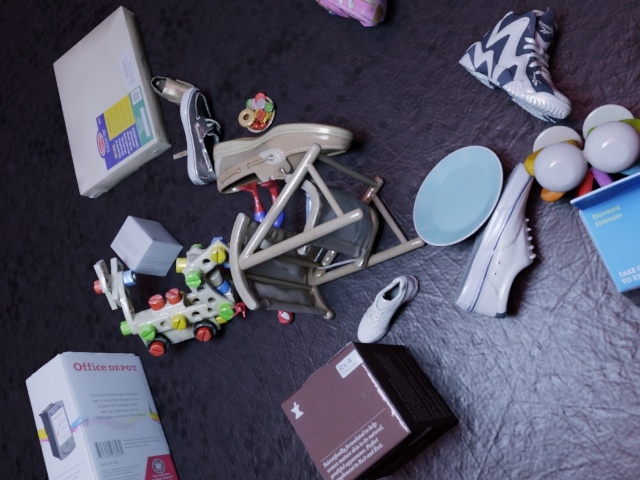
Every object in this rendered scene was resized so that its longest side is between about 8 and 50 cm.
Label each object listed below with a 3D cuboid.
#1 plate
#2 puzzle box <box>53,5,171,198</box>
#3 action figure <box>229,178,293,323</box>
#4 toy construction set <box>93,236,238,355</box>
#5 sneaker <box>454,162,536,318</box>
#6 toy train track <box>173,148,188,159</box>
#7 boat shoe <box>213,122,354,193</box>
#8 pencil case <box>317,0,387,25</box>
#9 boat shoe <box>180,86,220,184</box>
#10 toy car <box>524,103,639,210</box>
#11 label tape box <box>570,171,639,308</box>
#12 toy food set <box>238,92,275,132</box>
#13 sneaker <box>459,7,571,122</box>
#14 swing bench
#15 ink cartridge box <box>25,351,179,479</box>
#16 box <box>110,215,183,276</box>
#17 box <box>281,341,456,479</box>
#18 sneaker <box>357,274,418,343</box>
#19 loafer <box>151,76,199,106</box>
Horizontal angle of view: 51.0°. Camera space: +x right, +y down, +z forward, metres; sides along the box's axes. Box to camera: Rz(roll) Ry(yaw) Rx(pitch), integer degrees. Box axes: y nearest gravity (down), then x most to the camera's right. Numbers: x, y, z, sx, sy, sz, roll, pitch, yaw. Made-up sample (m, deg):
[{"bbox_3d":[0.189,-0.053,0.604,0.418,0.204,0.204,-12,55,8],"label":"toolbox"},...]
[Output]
[{"bbox_3d":[0.236,-0.073,1.143,0.188,0.024,0.188,-34,42,36],"label":"plate"},{"bbox_3d":[-0.526,-0.341,1.668,0.272,0.052,0.409,-28,68,24],"label":"puzzle box"},{"bbox_3d":[-0.113,0.037,1.266,0.091,0.139,0.280,-4,105,39],"label":"action figure"},{"bbox_3d":[-0.302,0.109,1.353,0.327,0.215,0.151,-9,35,16],"label":"toy construction set"},{"bbox_3d":[0.304,0.004,1.093,0.091,0.094,0.258,22,89,2],"label":"sneaker"},{"bbox_3d":[-0.302,-0.199,1.530,0.083,0.014,0.048,-12,82,35],"label":"toy train track"},{"bbox_3d":[-0.076,-0.156,1.330,0.341,0.121,0.110,-6,82,41],"label":"boat shoe"},{"bbox_3d":[0.114,-0.600,1.238,0.160,0.167,0.386,27,104,12],"label":"pencil case"},{"bbox_3d":[-0.251,-0.233,1.472,0.070,0.077,0.219,-11,84,30],"label":"boat shoe"},{"bbox_3d":[0.412,-0.114,1.019,0.182,0.159,0.136,-22,105,26],"label":"toy car"},{"bbox_3d":[0.477,-0.016,0.825,0.249,0.347,0.115,-25,70,26],"label":"label tape box"},{"bbox_3d":[-0.133,-0.272,1.435,0.083,0.020,0.083,33,99,32],"label":"toy food set"},{"bbox_3d":[0.349,-0.301,1.092,0.153,0.094,0.235,-54,38,14],"label":"sneaker"},{"bbox_3d":[0.000,0.000,1.168,0.254,0.253,0.165,-40,63,18],"label":"swing bench"},{"bbox_3d":[-0.447,0.397,1.383,0.131,0.226,0.306,-36,64,19],"label":"ink cartridge box"},{"bbox_3d":[-0.384,0.013,1.488,0.101,0.102,0.087,42,105,30],"label":"box"},{"bbox_3d":[0.082,0.282,1.097,0.168,0.203,0.167,-44,63,18],"label":"box"},{"bbox_3d":[0.109,0.120,1.194,0.053,0.061,0.152,42,105,28],"label":"sneaker"},{"bbox_3d":[-0.338,-0.345,1.555,0.148,0.050,0.056,18,91,32],"label":"loafer"}]
